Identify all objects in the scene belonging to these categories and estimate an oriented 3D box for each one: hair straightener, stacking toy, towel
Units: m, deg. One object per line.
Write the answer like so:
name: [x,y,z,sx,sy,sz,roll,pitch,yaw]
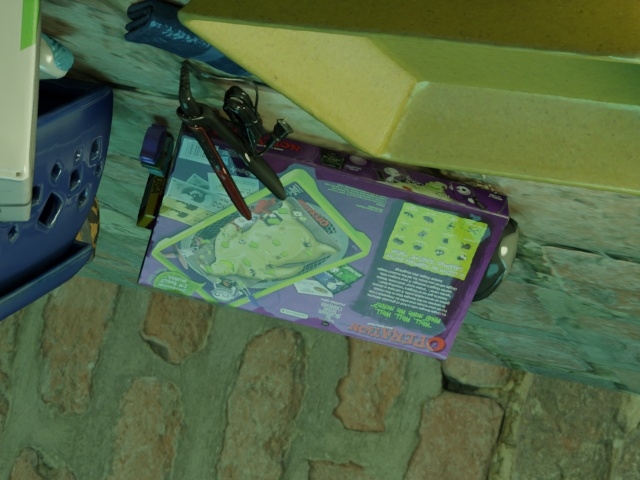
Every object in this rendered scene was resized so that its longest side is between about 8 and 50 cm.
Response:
hair straightener: [-0.075,-0.105,1.626,0.089,0.047,0.230,-29,143,1]
stacking toy: [-0.178,-0.102,1.880,0.167,0.052,0.221,16,173,0]
towel: [-0.097,-0.162,1.400,0.119,0.029,0.067,18,170,-26]

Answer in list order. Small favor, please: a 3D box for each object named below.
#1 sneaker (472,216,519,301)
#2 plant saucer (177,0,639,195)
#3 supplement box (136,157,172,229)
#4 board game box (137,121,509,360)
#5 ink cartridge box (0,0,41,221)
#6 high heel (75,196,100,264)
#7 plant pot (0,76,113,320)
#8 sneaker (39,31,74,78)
sneaker: [0.124,0.009,1.932,0.106,0.101,0.267,20,169,-25]
plant saucer: [0.124,-0.117,1.167,0.333,0.081,0.333,9,170,27]
supplement box: [-0.120,-0.036,2.090,0.188,0.080,0.104,16,171,-10]
board game box: [0.000,0.000,1.799,0.347,0.208,0.056,15,-148,-8]
ink cartridge box: [-0.269,-0.127,1.293,0.115,0.198,0.273,3,174,-9]
high heel: [-0.322,-0.058,1.897,0.093,0.186,0.261,-22,-172,-24]
plant pot: [-0.357,-0.045,1.691,0.236,0.212,0.236,12,-157,21]
sneaker: [-0.326,-0.162,1.563,0.229,0.092,0.087,8,168,26]
